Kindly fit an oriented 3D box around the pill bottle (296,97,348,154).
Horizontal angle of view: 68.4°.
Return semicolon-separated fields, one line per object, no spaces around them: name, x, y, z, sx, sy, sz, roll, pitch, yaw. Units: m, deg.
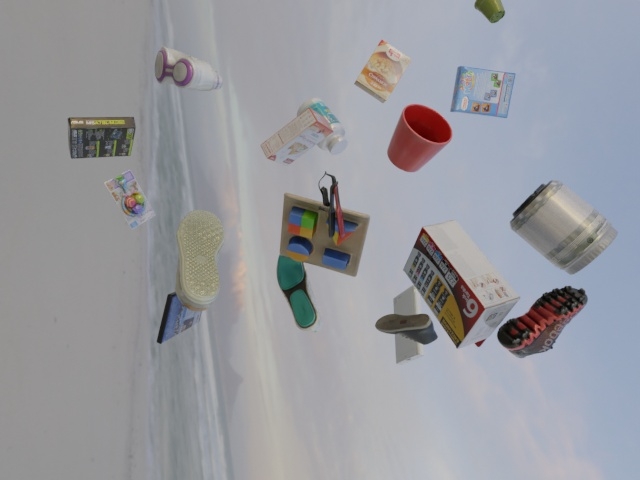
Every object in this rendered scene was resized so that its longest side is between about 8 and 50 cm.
pill bottle;0.015;-0.511;2.135;0.264;0.146;0.146;55;-24;21

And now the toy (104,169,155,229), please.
toy;-0.837;-0.183;2.102;0.056;0.137;0.237;0;-58;45

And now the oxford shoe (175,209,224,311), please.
oxford shoe;-0.421;0.061;1.620;0.449;0.169;0.130;-103;-149;-44

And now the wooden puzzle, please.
wooden puzzle;0.000;0.000;1.763;0.347;0.323;0.080;97;11;-46

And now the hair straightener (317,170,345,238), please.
hair straightener;0.025;-0.117;1.575;0.047;0.089;0.230;-38;122;-59

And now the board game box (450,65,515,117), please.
board game box;0.592;-0.540;1.720;0.039;0.212;0.159;-122;-142;-74

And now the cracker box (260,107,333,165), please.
cracker box;-0.085;-0.375;1.735;0.067;0.232;0.156;62;20;13

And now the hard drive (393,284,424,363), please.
hard drive;0.388;0.376;2.093;0.203;0.040;0.307;128;-32;-58

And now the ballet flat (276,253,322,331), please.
ballet flat;-0.085;0.213;1.951;0.139;0.139;0.400;99;-24;-50

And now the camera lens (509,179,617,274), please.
camera lens;0.799;-0.049;1.573;0.274;0.219;0.219;45;-26;15

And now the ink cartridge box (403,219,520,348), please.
ink cartridge box;0.391;0.146;1.399;0.271;0.130;0.309;103;-33;-45

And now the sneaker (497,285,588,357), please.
sneaker;0.638;0.239;1.340;0.135;0.276;0.097;54;1;-33

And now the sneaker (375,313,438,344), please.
sneaker;0.320;0.341;1.764;0.118;0.222;0.083;60;39;-31

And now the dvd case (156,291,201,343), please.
dvd case;-0.486;0.247;1.684;0.253;0.022;0.180;-24;131;-73

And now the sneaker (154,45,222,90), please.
sneaker;-0.427;-0.532;1.504;0.305;0.152;0.114;37;-64;39

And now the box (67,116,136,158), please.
box;-0.685;-0.320;1.475;0.191;0.184;0.045;-37;-112;58

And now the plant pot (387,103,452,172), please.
plant pot;0.463;-0.481;2.289;0.243;0.275;0.274;120;-38;-49

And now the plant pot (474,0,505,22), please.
plant pot;0.545;-0.737;1.493;0.083;0.084;0.079;114;-43;-65

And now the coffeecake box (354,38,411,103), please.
coffeecake box;0.242;-0.658;1.839;0.185;0.143;0.068;-58;-173;2
